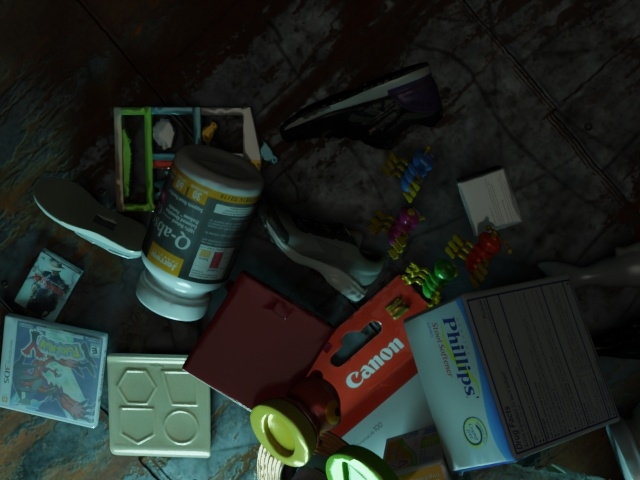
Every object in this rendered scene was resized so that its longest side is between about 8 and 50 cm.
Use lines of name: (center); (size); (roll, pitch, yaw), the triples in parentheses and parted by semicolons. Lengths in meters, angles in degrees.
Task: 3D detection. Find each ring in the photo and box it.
ring: (0.016, 0.471, 1.834); (0.337, 0.032, 0.336); (20, 122, 35)

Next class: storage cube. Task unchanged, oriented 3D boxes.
storage cube: (-0.105, 0.182, 1.791); (0.215, 0.183, 0.193); (33, 88, -2)

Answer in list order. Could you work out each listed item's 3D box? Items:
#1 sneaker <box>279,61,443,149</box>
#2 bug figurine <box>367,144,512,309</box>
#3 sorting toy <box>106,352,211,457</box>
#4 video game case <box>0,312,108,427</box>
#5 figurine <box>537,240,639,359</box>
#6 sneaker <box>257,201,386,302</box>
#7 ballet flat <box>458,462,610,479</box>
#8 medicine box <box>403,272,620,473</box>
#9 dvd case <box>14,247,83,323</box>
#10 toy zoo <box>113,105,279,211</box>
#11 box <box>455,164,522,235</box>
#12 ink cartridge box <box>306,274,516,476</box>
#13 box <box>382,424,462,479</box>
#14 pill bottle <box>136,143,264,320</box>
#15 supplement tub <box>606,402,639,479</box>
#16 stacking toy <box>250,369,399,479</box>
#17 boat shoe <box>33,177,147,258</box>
sneaker: (0.073, -0.201, 1.778); (0.283, 0.107, 0.124); (-19, 103, 7)
bug figurine: (0.194, -0.016, 1.754); (0.279, 0.072, 0.216); (55, 135, 24)
sorting toy: (-0.300, 0.307, 1.924); (0.193, 0.038, 0.208); (1, 104, 5)
video game case: (-0.502, 0.243, 1.920); (0.202, 0.023, 0.183); (11, 102, 9)
figurine: (0.494, 0.117, 1.805); (0.210, 0.092, 0.214); (-11, 97, 10)
sneaker: (0.000, 0.000, 1.779); (0.272, 0.100, 0.108); (33, 107, -32)
ballet flat: (0.394, 0.438, 1.788); (0.409, 0.147, 0.147); (20, 103, -40)
medicine box: (0.315, 0.213, 1.689); (0.149, 0.289, 0.263); (-29, 74, 48)
dvd case: (-0.506, 0.085, 1.914); (0.087, 0.013, 0.119); (32, 99, -1)
toy zoo: (-0.222, -0.145, 1.845); (0.293, 0.030, 0.192); (1, 99, 4)
box: (0.290, -0.070, 1.780); (0.087, 0.101, 0.101); (-19, 95, 8)
ink cartridge box: (0.162, 0.303, 1.856); (0.308, 0.091, 0.385); (-42, 95, 10)
box: (0.171, 0.395, 1.726); (0.114, 0.203, 0.103); (-18, 94, 9)
pill bottle: (-0.214, -0.012, 1.772); (0.162, 0.162, 0.278); (23, 110, 1)
supplement tub: (0.671, 0.353, 1.751); (0.316, 0.228, 0.228); (-20, 97, 7)
stacking toy: (0.047, 0.376, 1.663); (0.280, 0.130, 0.308); (17, 131, 35)
boat shoe: (-0.414, -0.031, 1.852); (0.228, 0.081, 0.079); (29, 63, -6)
